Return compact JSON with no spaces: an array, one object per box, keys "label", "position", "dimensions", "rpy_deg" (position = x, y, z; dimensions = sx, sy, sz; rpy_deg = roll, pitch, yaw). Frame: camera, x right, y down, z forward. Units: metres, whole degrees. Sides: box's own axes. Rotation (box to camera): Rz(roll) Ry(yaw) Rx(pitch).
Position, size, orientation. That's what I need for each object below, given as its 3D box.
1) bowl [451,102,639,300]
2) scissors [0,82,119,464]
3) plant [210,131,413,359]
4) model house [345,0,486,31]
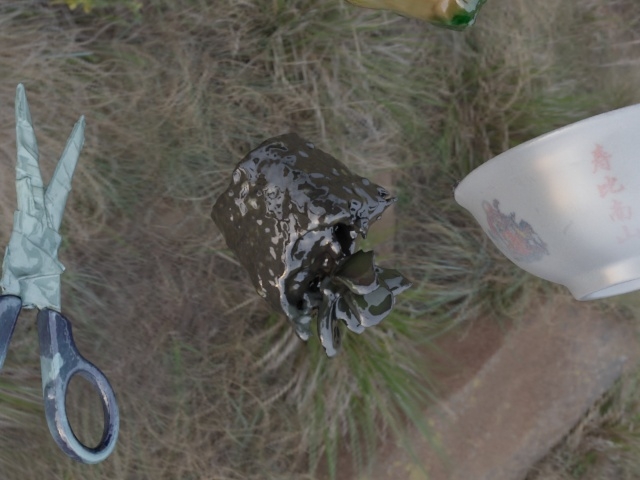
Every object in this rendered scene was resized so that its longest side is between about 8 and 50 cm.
[{"label":"bowl","position":[0.332,-0.026,0.964],"dimensions":[0.345,0.345,0.157],"rpy_deg":[-5,74,-33]},{"label":"scissors","position":[-0.282,0.022,0.869],"dimensions":[0.256,0.029,0.383],"rpy_deg":[34,48,-51]},{"label":"plant","position":[0.000,0.000,1.146],"dimensions":[0.276,0.188,0.199],"rpy_deg":[48,27,12]},{"label":"model house","position":[0.073,-0.449,0.782],"dimensions":[0.334,0.342,0.382],"rpy_deg":[14,77,-11]}]
